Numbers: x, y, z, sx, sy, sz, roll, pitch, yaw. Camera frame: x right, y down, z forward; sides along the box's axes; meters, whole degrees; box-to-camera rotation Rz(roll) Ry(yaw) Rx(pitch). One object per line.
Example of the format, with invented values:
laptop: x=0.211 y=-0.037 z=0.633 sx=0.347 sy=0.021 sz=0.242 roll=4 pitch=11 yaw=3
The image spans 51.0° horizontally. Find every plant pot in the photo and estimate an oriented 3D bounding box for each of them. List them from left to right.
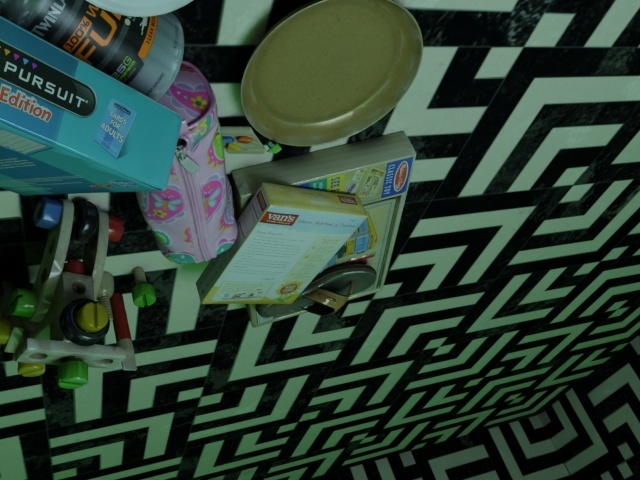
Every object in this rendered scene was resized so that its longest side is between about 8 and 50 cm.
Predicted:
plant pot: x=0.012 y=-0.210 z=0.830 sx=0.236 sy=0.032 sz=0.236 roll=-16 pitch=149 yaw=-10

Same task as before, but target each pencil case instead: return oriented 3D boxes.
pencil case: x=-0.172 y=-0.082 z=0.826 sx=0.124 sy=0.124 sz=0.284 roll=-15 pitch=149 yaw=-12

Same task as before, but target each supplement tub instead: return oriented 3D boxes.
supplement tub: x=-0.226 y=-0.203 z=0.606 sx=0.117 sy=0.117 sz=0.190 roll=-35 pitch=147 yaw=21

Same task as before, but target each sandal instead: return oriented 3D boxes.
sandal: x=-0.003 y=0.102 z=1.171 sx=0.219 sy=0.060 sz=0.090 roll=-15 pitch=148 yaw=-13

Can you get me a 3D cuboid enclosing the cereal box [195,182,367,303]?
cereal box: x=-0.062 y=0.014 z=1.013 sx=0.173 sy=0.047 sz=0.240 roll=5 pitch=139 yaw=-36

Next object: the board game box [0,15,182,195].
board game box: x=-0.329 y=-0.129 z=0.565 sx=0.253 sy=0.079 sz=0.336 roll=2 pitch=165 yaw=38

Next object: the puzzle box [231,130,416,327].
puzzle box: x=0.000 y=0.000 z=1.127 sx=0.272 sy=0.052 sz=0.409 roll=-16 pitch=148 yaw=-12

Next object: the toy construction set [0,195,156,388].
toy construction set: x=-0.337 y=0.119 z=0.915 sx=0.257 sy=0.237 sz=0.309 roll=-29 pitch=149 yaw=10

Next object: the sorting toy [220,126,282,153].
sorting toy: x=-0.094 y=-0.127 z=0.868 sx=0.083 sy=0.012 sz=0.062 roll=3 pitch=159 yaw=15

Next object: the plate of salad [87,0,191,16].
plate of salad: x=-0.152 y=-0.288 z=0.549 sx=0.199 sy=0.048 sz=0.200 roll=-24 pitch=128 yaw=-34
